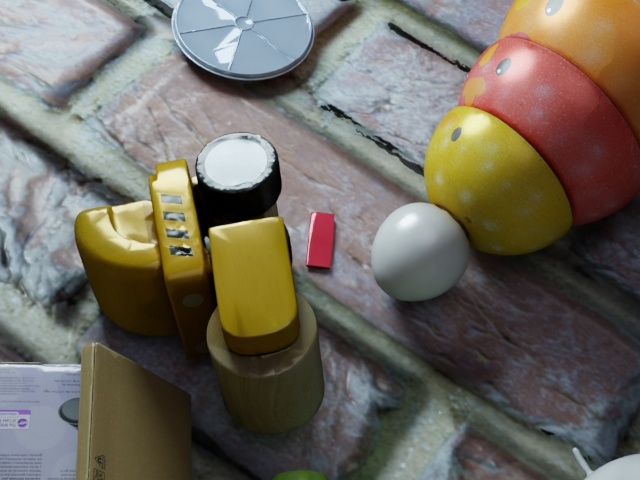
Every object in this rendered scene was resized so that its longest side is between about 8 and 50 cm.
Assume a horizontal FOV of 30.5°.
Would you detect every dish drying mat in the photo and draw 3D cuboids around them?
[{"bbox_3d":[0.000,0.000,1.484,0.032,0.008,0.083,8,56,-4],"label":"dish drying mat"}]

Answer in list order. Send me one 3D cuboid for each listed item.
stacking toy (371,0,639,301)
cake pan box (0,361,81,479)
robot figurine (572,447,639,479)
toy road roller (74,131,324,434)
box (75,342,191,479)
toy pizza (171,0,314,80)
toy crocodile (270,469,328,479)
[{"bbox_3d":[0.251,-0.100,1.460,0.480,0.350,0.350,-43,71,-15],"label":"stacking toy"},{"bbox_3d":[-0.332,0.248,1.216,0.267,0.070,0.245,1,54,-10],"label":"cake pan box"},{"bbox_3d":[0.383,0.355,1.195,0.353,0.199,0.300,34,36,13],"label":"robot figurine"},{"bbox_3d":[-0.139,0.058,1.310,0.241,0.202,0.329,-12,53,-4],"label":"toy road roller"},{"bbox_3d":[-0.190,0.225,1.219,0.021,0.164,0.201,-23,52,24],"label":"box"},{"bbox_3d":[-0.109,-0.296,1.652,0.201,0.032,0.201,4,56,-6],"label":"toy pizza"},{"bbox_3d":[0.045,0.300,1.227,0.341,0.105,0.115,5,55,-7],"label":"toy crocodile"}]
